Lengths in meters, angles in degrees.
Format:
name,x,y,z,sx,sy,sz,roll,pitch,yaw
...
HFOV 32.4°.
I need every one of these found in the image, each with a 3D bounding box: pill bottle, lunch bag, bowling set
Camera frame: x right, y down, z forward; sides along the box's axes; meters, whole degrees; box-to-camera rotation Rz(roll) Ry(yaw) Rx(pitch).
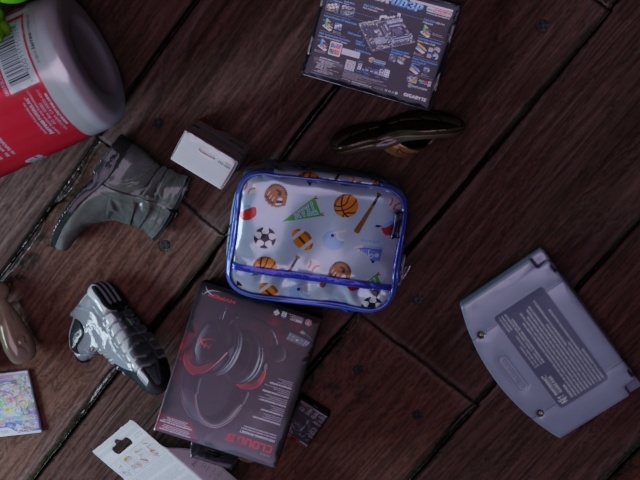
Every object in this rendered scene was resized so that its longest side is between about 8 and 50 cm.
name,x,y,z,sx,sy,sz,roll,pitch,yaw
pill bottle,-0.539,-0.213,1.759,0.407,0.229,0.229,-22,102,11
lunch bag,0.000,0.000,1.815,0.303,0.115,0.243,9,104,-3
bowling set,-0.665,0.196,1.913,0.200,0.287,0.154,-18,98,44

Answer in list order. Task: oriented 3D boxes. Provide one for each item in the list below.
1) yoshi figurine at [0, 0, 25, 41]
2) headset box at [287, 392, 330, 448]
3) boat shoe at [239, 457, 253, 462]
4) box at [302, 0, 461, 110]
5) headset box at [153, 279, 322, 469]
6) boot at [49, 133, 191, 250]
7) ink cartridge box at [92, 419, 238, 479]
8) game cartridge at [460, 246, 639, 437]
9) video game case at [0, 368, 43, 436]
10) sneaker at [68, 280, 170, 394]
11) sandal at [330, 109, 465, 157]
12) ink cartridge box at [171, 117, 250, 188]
name,x,y,z,sx,sy,sz,roll,pitch,yaw
yoshi figurine,-0.541,-0.374,1.614,0.362,0.203,0.203,-25,62,4
headset box,-0.030,0.323,1.955,0.062,0.032,0.083,32,106,-3
boat shoe,-0.189,0.335,1.964,0.190,0.068,0.072,42,119,1
box,0.097,-0.322,1.762,0.220,0.051,0.175,16,106,1
headset box,-0.140,0.236,1.864,0.218,0.110,0.293,18,89,1
boot,-0.338,-0.044,1.865,0.161,0.083,0.246,36,107,-11
ink cartridge box,-0.274,0.404,1.948,0.224,0.056,0.181,44,135,-5
game cartridge,0.379,0.181,1.869,0.198,0.062,0.297,-34,99,17
video game case,-0.561,0.297,2.009,0.087,0.011,0.122,-7,104,7
sneaker,-0.360,0.195,1.918,0.132,0.086,0.229,-41,73,24
sandal,0.127,-0.162,1.787,0.219,0.090,0.060,-13,120,7
ink cartridge box,-0.177,-0.143,1.791,0.099,0.135,0.056,31,106,-3
